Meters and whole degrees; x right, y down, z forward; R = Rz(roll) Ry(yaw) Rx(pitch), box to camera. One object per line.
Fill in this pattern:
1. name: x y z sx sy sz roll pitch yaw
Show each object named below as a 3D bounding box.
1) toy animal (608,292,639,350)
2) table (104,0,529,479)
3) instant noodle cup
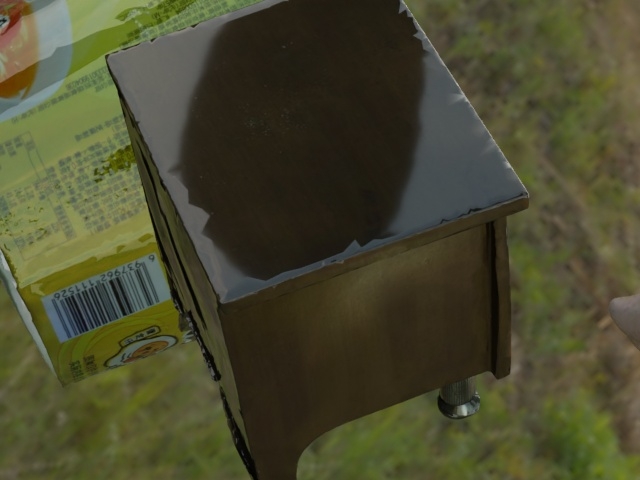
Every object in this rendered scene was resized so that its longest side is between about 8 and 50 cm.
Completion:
1. toy animal: 0.205 0.041 0.646 0.212 0.124 0.124 23 21 14
2. table: 0.000 0.000 0.441 0.082 0.070 0.083 82 -16 -49
3. instant noodle cup: -0.101 -0.050 1.040 0.264 0.200 0.264 59 -10 18
